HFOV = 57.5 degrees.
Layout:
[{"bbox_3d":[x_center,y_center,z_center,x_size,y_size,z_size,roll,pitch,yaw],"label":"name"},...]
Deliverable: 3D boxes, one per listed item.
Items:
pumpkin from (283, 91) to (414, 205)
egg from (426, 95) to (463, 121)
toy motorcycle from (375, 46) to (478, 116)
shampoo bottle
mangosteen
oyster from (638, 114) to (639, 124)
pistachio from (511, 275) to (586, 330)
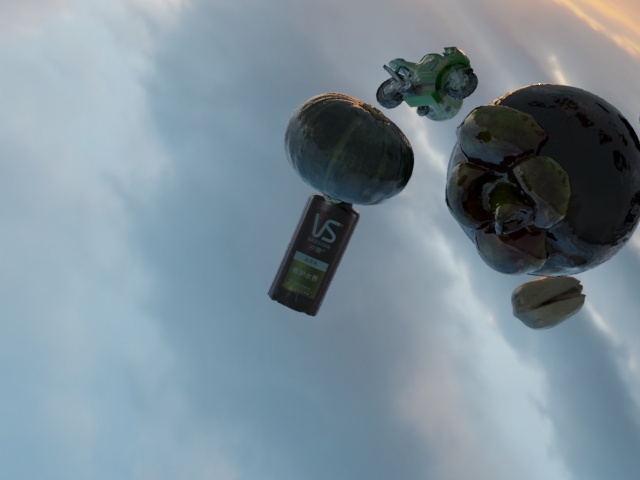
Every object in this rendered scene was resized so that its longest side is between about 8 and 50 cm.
[{"bbox_3d":[0.033,-0.109,0.710,0.167,0.125,0.167,40,-158,-19],"label":"pumpkin"},{"bbox_3d":[0.370,-0.450,1.807,0.181,0.141,0.141,42,-158,-51],"label":"egg"},{"bbox_3d":[0.180,-0.272,0.973,0.074,0.190,0.106,36,-112,-45],"label":"toy motorcycle"},{"bbox_3d":[0.000,0.000,1.295,0.129,0.323,0.084,25,-175,-5],"label":"shampoo bottle"},{"bbox_3d":[0.329,-0.085,0.901,0.347,0.307,0.307,-16,-117,-44],"label":"mangosteen"},{"bbox_3d":[0.647,-0.245,0.994,0.081,0.191,0.163,4,-102,-60],"label":"oyster"},{"bbox_3d":[0.470,0.124,1.204,0.113,0.149,0.113,53,-163,-25],"label":"pistachio"}]
